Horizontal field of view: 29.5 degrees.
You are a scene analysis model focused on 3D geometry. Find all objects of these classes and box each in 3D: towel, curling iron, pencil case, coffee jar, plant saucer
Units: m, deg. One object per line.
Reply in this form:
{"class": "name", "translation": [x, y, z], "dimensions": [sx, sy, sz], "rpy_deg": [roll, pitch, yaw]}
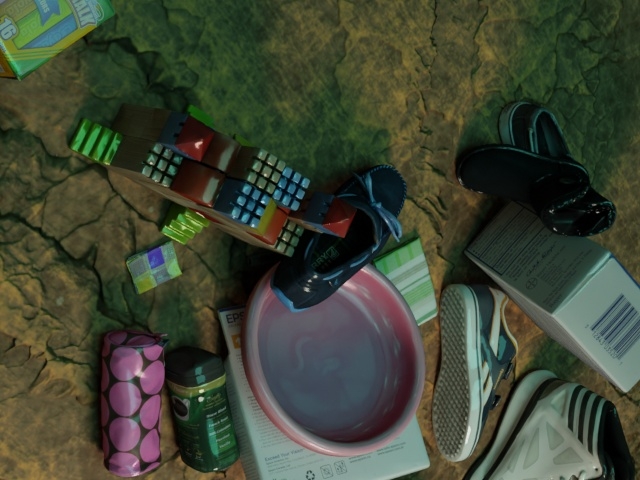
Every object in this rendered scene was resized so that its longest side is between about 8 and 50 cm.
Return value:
{"class": "towel", "translation": [0.147, 0.083, 2.124], "dimensions": [0.113, 0.023, 0.152], "rpy_deg": [-27, 112, -32]}
{"class": "curling iron", "translation": [0.000, 0.000, 1.990], "dimensions": [0.274, 0.035, 0.068], "rpy_deg": [-19, 89, -27]}
{"class": "towel", "translation": [-0.250, 0.041, 1.825], "dimensions": [0.083, 0.009, 0.060], "rpy_deg": [-25, 112, -30]}
{"class": "pencil case", "translation": [-0.273, 0.239, 1.803], "dimensions": [0.098, 0.095, 0.209], "rpy_deg": [-11, 109, -56]}
{"class": "coffee jar", "translation": [-0.182, 0.256, 1.865], "dimensions": [0.079, 0.096, 0.184], "rpy_deg": [-21, 112, -35]}
{"class": "plant saucer", "translation": [0.012, 0.180, 1.927], "dimensions": [0.332, 0.084, 0.332], "rpy_deg": [12, 67, -29]}

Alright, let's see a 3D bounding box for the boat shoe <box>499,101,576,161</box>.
{"class": "boat shoe", "translation": [0.427, -0.120, 2.234], "dimensions": [0.108, 0.102, 0.301], "rpy_deg": [-37, 119, -25]}

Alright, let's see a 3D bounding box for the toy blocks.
{"class": "toy blocks", "translation": [-0.129, -0.079, 1.733], "dimensions": [0.381, 0.261, 0.191], "rpy_deg": [30, 81, -36]}

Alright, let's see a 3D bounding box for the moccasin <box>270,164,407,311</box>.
{"class": "moccasin", "translation": [0.057, -0.011, 1.906], "dimensions": [0.137, 0.117, 0.342], "rpy_deg": [41, 49, -6]}

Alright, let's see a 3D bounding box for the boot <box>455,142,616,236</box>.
{"class": "boot", "translation": [0.366, -0.086, 2.080], "dimensions": [0.246, 0.207, 0.094], "rpy_deg": [7, 111, -5]}

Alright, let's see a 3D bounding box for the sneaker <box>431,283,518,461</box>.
{"class": "sneaker", "translation": [0.284, 0.237, 2.187], "dimensions": [0.127, 0.126, 0.321], "rpy_deg": [0, 98, -31]}

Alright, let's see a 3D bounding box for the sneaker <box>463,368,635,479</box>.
{"class": "sneaker", "translation": [0.415, 0.473, 2.249], "dimensions": [0.169, 0.257, 0.448], "rpy_deg": [27, 83, -37]}

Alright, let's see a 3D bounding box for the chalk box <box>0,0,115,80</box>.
{"class": "chalk box", "translation": [-0.368, -0.323, 1.588], "dimensions": [0.213, 0.132, 0.132], "rpy_deg": [-42, 121, -24]}

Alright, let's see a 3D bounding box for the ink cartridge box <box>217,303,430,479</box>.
{"class": "ink cartridge box", "translation": [-0.003, 0.251, 1.984], "dimensions": [0.324, 0.071, 0.330], "rpy_deg": [-8, 75, -35]}

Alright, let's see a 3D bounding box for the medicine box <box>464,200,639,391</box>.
{"class": "medicine box", "translation": [0.442, 0.091, 2.162], "dimensions": [0.149, 0.289, 0.263], "rpy_deg": [-48, 124, 0]}
